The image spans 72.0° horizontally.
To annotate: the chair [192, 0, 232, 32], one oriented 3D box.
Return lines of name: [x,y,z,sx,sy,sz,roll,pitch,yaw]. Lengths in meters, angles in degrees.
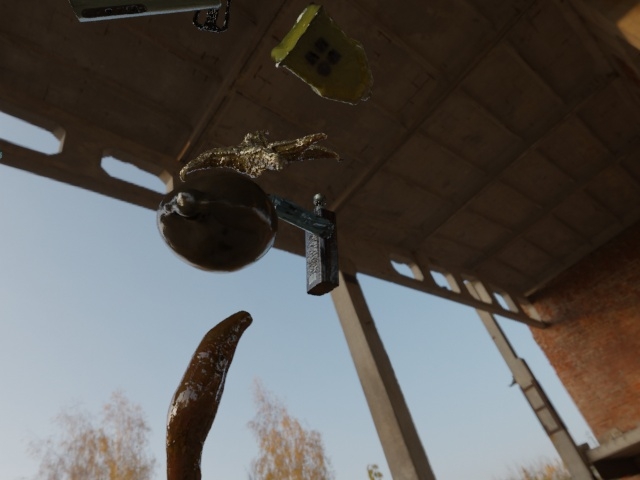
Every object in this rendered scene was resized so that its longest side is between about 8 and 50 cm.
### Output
chair: [-0.275,-0.670,1.123,0.106,0.229,0.113,13,-1,9]

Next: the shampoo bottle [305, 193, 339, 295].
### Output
shampoo bottle: [0.000,0.000,1.272,0.071,0.309,0.098,12,-32,-25]

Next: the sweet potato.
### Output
sweet potato: [-0.141,0.192,0.519,0.058,0.255,0.078,-16,-41,31]

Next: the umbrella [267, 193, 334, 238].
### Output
umbrella: [-0.080,-0.076,1.136,0.251,0.052,0.053,28,-76,-1]

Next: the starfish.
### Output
starfish: [-0.096,-0.186,0.953,0.301,0.294,0.084,-36,-57,-49]

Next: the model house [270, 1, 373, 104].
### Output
model house: [0.016,-0.432,1.084,0.175,0.193,0.234,-44,-63,14]

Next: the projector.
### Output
projector: [-0.413,-0.594,1.047,0.338,0.108,0.108,-12,-40,-12]

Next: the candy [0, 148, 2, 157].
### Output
candy: [-0.641,-0.001,0.612,0.263,0.398,0.172,-41,-85,18]

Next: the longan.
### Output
longan: [-0.162,-0.030,0.677,0.185,0.158,0.204,-3,-13,10]
